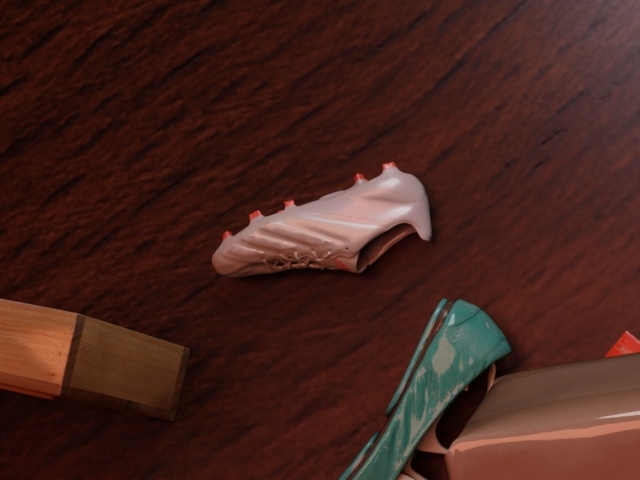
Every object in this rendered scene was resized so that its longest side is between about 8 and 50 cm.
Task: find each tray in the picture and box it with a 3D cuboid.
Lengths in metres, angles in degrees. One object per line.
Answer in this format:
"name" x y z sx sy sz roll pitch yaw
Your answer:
"tray" -0.344 0.080 1.491 0.411 0.203 0.076 8 82 23

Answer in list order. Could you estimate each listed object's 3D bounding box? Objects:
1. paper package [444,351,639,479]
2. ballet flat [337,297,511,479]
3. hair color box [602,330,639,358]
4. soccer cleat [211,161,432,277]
"paper package" 0.280 0.230 1.181 0.325 0.168 0.309 -10 98 17
"ballet flat" 0.076 0.167 1.376 0.087 0.083 0.247 32 93 10
"hair color box" 0.214 0.141 1.329 0.043 0.072 0.141 40 94 23
"soccer cleat" 0.000 0.000 1.450 0.196 0.068 0.076 -22 74 13
